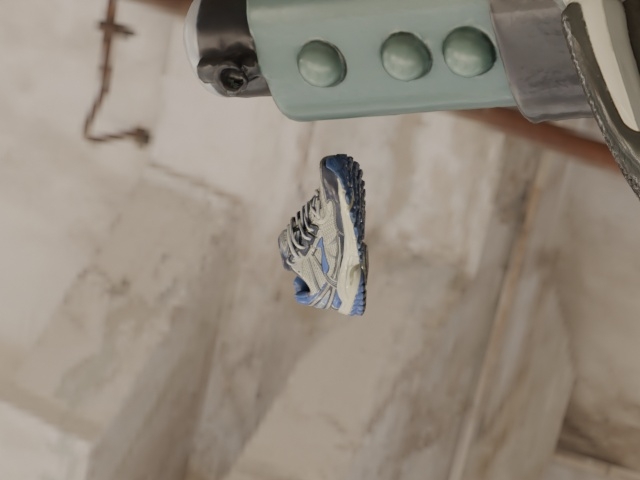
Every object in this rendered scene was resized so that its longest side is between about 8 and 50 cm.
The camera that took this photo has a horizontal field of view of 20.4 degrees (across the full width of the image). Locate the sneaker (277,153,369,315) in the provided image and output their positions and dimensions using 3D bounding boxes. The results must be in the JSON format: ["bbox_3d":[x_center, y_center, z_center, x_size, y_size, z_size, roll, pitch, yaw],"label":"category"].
[{"bbox_3d":[0.000,0.000,1.126,0.058,0.135,0.052,1,-134,4],"label":"sneaker"}]

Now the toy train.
[{"bbox_3d":[0.083,-0.145,0.984,0.334,0.142,0.190,-1,-146,28],"label":"toy train"}]

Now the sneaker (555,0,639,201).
[{"bbox_3d":[0.139,-0.116,0.549,0.132,0.086,0.229,-17,-124,21],"label":"sneaker"}]
